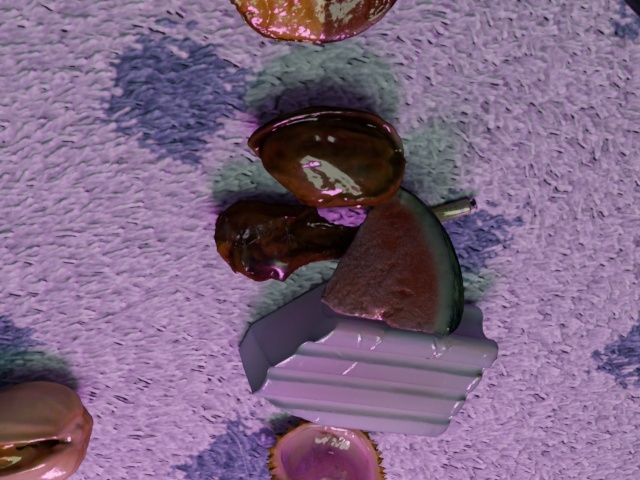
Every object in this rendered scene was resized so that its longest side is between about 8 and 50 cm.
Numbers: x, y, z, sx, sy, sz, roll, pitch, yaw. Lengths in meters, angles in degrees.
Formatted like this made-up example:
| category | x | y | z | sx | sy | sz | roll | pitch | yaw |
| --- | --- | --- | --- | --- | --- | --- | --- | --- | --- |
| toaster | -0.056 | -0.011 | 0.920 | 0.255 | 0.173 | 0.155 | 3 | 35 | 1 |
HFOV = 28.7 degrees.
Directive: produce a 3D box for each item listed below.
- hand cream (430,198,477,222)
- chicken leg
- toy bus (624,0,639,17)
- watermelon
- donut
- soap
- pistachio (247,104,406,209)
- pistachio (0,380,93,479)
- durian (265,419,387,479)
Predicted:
| category | x | y | z | sx | sy | sz | roll | pitch | yaw |
| --- | --- | --- | --- | --- | --- | --- | --- | --- | --- |
| hand cream | 0.171 | -0.038 | 1.762 | 0.102 | 0.022 | 0.035 | -17 | 135 | 4 |
| chicken leg | 0.000 | 0.000 | 1.679 | 0.304 | 0.113 | 0.093 | -1 | 160 | -24 |
| toy bus | 0.464 | -0.337 | 1.541 | 0.178 | 0.087 | 0.098 | -44 | 137 | 18 |
| watermelon | 0.108 | 0.027 | 1.636 | 0.202 | 0.136 | 0.207 | -28 | 98 | -29 |
| donut | -0.013 | -0.302 | 1.407 | 0.217 | 0.085 | 0.141 | -1 | 132 | -17 |
| soap | 0.065 | 0.178 | 1.855 | 0.347 | 0.115 | 0.208 | 10 | 126 | -26 |
| pistachio | 0.009 | -0.101 | 1.571 | 0.210 | 0.130 | 0.165 | 17 | 127 | -20 |
| pistachio | -0.437 | 0.281 | 1.766 | 0.229 | 0.157 | 0.157 | -13 | 134 | 0 |
| durian | 0.013 | 0.361 | 1.998 | 0.182 | 0.132 | 0.165 | -10 | 123 | 5 |
